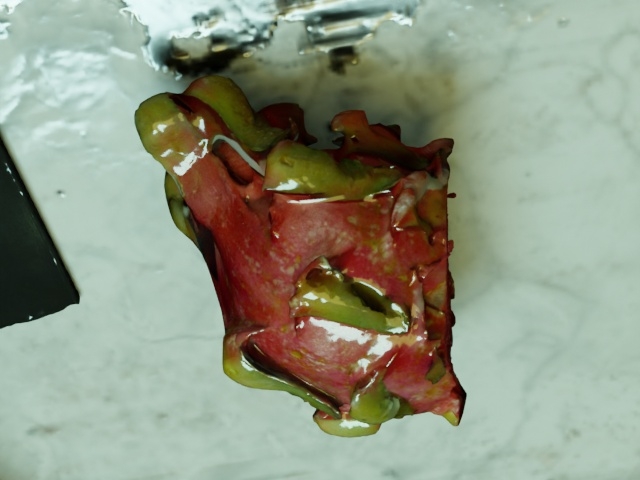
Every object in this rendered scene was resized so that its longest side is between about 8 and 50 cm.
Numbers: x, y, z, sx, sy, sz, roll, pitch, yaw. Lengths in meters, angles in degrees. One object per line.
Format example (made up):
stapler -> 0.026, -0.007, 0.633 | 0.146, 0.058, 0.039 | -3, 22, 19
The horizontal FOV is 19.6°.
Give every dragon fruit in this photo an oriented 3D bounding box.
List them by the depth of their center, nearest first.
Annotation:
dragon fruit -> 0.000, 0.000, 0.859 | 0.208, 0.133, 0.150 | 41, 87, -5

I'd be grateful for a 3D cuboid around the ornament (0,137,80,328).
ornament -> -0.213, 0.048, 0.840 | 0.153, 0.196, 0.166 | -18, 121, 11
